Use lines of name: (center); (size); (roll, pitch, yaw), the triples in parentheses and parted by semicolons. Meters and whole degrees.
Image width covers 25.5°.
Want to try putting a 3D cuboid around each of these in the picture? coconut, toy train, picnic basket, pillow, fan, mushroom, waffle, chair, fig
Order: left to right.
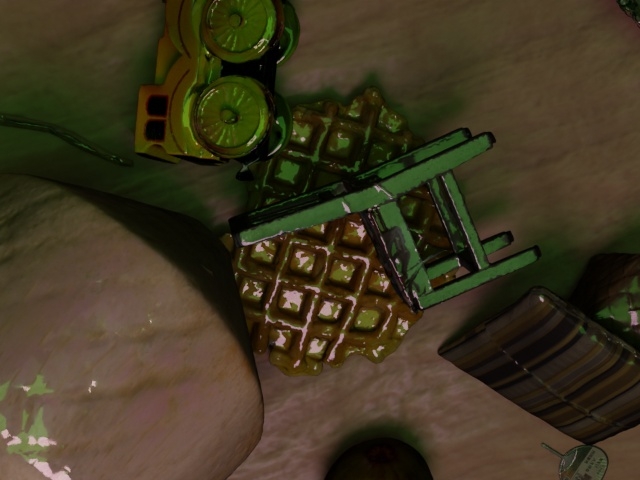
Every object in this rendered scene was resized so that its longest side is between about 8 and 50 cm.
mushroom: (-0.329, -0.129, 1.467); (0.286, 0.028, 0.026); (24, 52, -9)
coconut: (-0.236, 0.128, 1.346); (0.344, 0.415, 0.415); (33, 93, 21)
toy train: (-0.099, -0.210, 1.423); (0.160, 0.100, 0.296); (5, 87, 19)
waffle: (0.007, -0.007, 1.498); (0.281, 0.058, 0.301); (40, 92, -8)
chair: (0.061, 0.001, 1.406); (0.270, 0.136, 0.147); (-23, 99, -4)
fig: (0.070, 0.322, 1.539); (0.124, 0.124, 0.236); (-12, 122, -4)
pillow: (0.256, 0.139, 1.483); (0.212, 0.208, 0.052); (31, 58, -10)
fan: (0.284, 0.258, 1.588); (0.080, 0.003, 0.060); (4, 96, -7)
picnic basket: (0.359, 0.095, 1.506); (0.178, 0.138, 0.128); (39, 84, -8)

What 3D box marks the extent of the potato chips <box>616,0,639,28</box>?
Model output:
potato chips: (0.368, -0.312, 1.499); (0.167, 0.059, 0.228); (10, 91, -14)
